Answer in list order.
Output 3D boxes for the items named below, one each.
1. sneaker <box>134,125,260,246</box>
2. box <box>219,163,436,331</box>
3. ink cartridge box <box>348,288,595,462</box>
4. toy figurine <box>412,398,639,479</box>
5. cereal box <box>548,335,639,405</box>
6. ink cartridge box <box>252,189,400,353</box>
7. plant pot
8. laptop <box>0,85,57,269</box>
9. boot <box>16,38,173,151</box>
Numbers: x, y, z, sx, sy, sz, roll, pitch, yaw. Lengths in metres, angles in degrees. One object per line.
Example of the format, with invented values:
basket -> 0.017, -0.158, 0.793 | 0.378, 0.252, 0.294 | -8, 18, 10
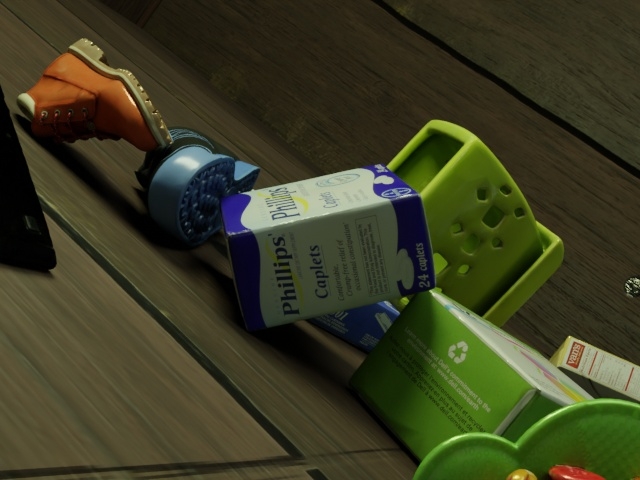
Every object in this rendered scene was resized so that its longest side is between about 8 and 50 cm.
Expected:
sneaker -> -0.117, -0.052, 0.794 | 0.090, 0.081, 0.232 | 25, 5, 4
box -> 0.000, 0.000, 0.702 | 0.126, 0.137, 0.072 | -121, -162, -74
ink cartridge box -> 0.167, 0.160, 0.663 | 0.189, 0.097, 0.255 | 30, 8, -45
toy figurine -> 0.143, 0.145, 0.432 | 0.173, 0.130, 0.159 | 13, -2, -11
cereal box -> 0.372, 0.204, 1.118 | 0.240, 0.047, 0.173 | 23, -23, 9
ink cartridge box -> -0.008, 0.026, 0.908 | 0.097, 0.046, 0.207 | 31, 9, -33
plant pot -> 0.162, 0.003, 1.220 | 0.207, 0.228, 0.227 | 43, 5, -14
laptop -> -0.281, -0.089, 0.451 | 0.234, 0.137, 0.264 | 21, 43, -65
boot -> -0.177, -0.096, 0.743 | 0.158, 0.085, 0.059 | 35, -23, 42
